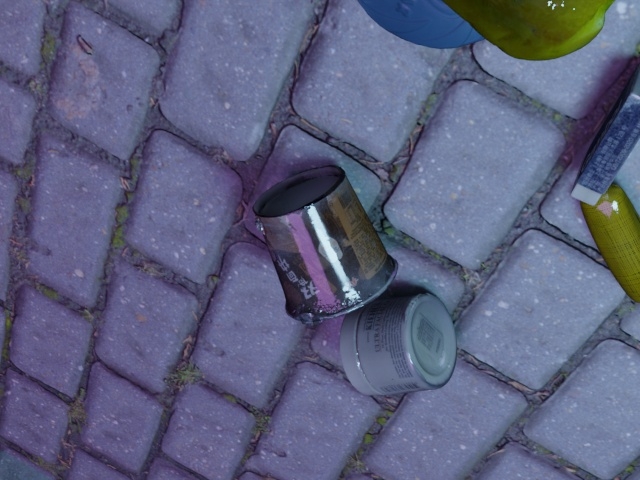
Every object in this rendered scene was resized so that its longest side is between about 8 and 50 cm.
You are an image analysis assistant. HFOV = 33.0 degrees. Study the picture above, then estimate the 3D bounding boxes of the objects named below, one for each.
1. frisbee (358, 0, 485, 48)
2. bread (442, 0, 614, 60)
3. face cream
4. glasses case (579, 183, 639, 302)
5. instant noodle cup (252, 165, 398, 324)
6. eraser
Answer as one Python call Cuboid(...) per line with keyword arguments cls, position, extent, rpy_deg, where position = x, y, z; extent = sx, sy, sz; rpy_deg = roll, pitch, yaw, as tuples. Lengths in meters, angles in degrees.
Cuboid(cls="frisbee", position=(0.152, -0.395, 1.495), extent=(0.290, 0.049, 0.289), rpy_deg=(13, 127, 19))
Cuboid(cls="bread", position=(0.225, -0.396, 1.337), extent=(0.376, 0.208, 0.251), rpy_deg=(42, 114, -15))
Cuboid(cls="face cream", position=(0.145, 0.190, 1.973), extent=(0.153, 0.177, 0.177), rpy_deg=(-13, 121, 36))
Cuboid(cls="glasses case", position=(0.477, 0.009, 1.691), extent=(0.079, 0.064, 0.234), rpy_deg=(-16, 123, 34))
Cuboid(cls="instant noodle cup", position=(0.000, 0.000, 1.869), extent=(0.218, 0.217, 0.207), rpy_deg=(-7, 118, 35))
Cuboid(cls="eraser", position=(0.428, -0.152, 1.555), extent=(0.046, 0.092, 0.212), rpy_deg=(25, 139, 5))
